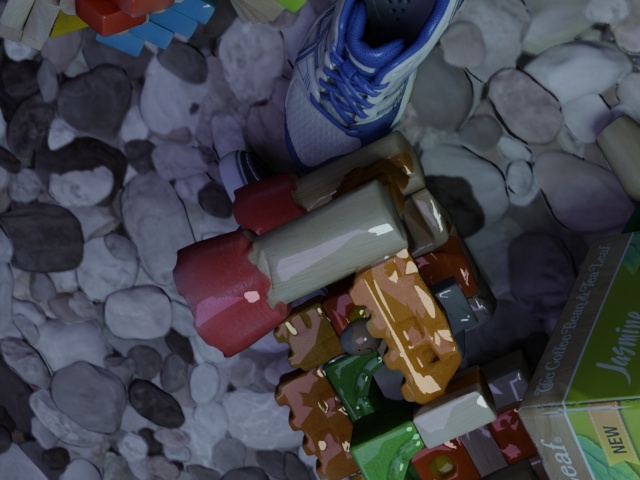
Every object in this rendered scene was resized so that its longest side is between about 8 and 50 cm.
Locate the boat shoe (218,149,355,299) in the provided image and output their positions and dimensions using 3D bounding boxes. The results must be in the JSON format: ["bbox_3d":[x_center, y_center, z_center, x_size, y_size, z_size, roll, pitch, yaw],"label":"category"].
[{"bbox_3d":[0.000,0.000,1.234,0.076,0.080,0.228,-35,95,18],"label":"boat shoe"}]

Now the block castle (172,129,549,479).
[{"bbox_3d":[0.058,0.156,1.081,0.213,0.303,0.453,-26,100,13],"label":"block castle"}]

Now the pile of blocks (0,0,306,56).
[{"bbox_3d":[-0.113,-0.209,1.118,0.362,0.112,0.149,-18,127,21],"label":"pile of blocks"}]

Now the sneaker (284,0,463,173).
[{"bbox_3d":[0.034,-0.160,1.105,0.112,0.131,0.296,33,125,4],"label":"sneaker"}]

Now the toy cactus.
[{"bbox_3d":[0.298,-0.027,1.083,0.180,0.112,0.219,54,128,16],"label":"toy cactus"}]

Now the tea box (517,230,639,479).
[{"bbox_3d":[0.365,0.163,0.948,0.323,0.220,0.329,-11,118,35],"label":"tea box"}]
